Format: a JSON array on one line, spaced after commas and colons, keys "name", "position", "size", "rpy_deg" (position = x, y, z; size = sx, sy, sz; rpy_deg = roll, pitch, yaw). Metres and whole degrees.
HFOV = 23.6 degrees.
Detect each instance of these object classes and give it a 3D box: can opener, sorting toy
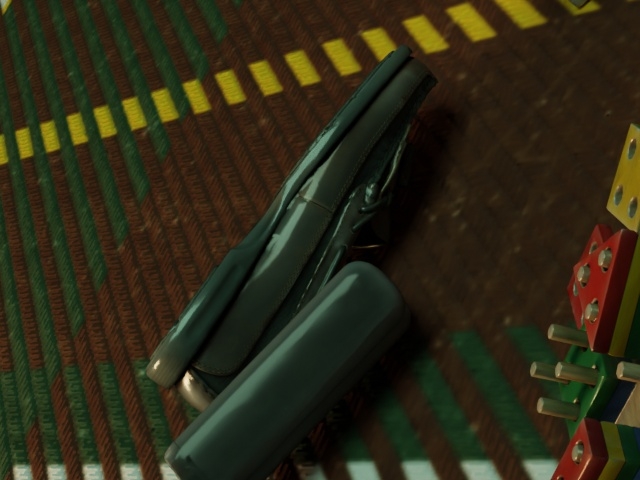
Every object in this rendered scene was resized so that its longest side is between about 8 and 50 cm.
[{"name": "can opener", "position": [-0.044, 0.135, 0.865], "size": [0.093, 0.074, 0.280], "rpy_deg": [39, 85, 13]}, {"name": "sorting toy", "position": [0.136, 0.052, 0.685], "size": [0.274, 0.046, 0.132], "rpy_deg": [-91, 16, -50]}]

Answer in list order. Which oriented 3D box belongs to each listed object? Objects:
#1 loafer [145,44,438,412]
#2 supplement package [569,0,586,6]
[{"name": "loafer", "position": [0.000, 0.000, 0.958], "size": [0.267, 0.084, 0.096], "rpy_deg": [-53, 1, -15]}, {"name": "supplement package", "position": [0.138, -0.286, 1.028], "size": [0.139, 0.134, 0.244], "rpy_deg": [-42, 33, 9]}]
